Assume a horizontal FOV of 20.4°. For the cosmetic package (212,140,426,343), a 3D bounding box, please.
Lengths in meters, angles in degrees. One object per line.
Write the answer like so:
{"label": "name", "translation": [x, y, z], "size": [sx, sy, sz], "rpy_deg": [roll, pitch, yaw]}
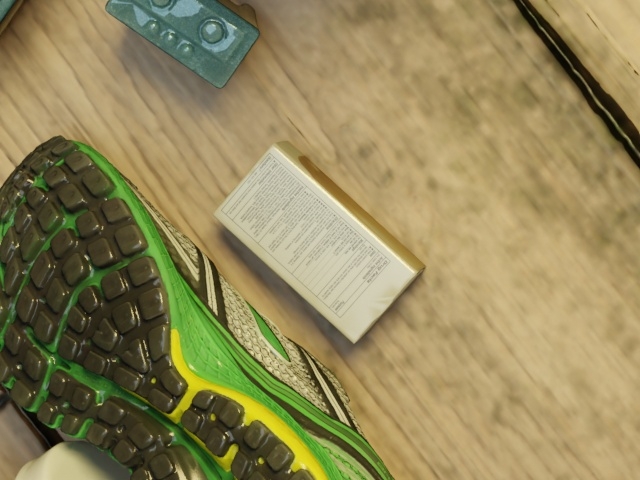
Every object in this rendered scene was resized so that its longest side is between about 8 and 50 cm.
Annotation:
{"label": "cosmetic package", "translation": [0.000, 0.000, 1.047], "size": [0.115, 0.041, 0.060], "rpy_deg": [44, 102, 5]}

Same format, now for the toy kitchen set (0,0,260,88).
{"label": "toy kitchen set", "translation": [-0.160, -0.085, 1.018], "size": [0.166, 0.122, 0.207], "rpy_deg": [35, 105, -8]}

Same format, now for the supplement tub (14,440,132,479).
{"label": "supplement tub", "translation": [-0.200, 0.264, 1.041], "size": [0.272, 0.191, 0.191], "rpy_deg": [-39, 87, 14]}

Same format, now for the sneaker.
{"label": "sneaker", "translation": [-0.079, 0.082, 1.035], "size": [0.134, 0.146, 0.343], "rpy_deg": [-45, 70, 20]}
